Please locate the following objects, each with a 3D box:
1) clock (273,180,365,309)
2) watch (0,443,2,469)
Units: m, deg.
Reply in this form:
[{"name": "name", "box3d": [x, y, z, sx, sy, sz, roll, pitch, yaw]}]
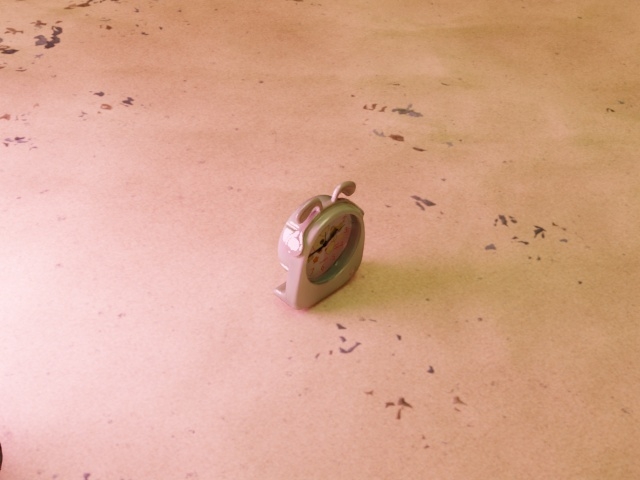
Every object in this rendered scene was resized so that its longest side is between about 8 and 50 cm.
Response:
[{"name": "clock", "box3d": [0.000, 0.000, 1.534, 0.062, 0.191, 0.151, 33, 47, 31]}, {"name": "watch", "box3d": [-0.552, 0.195, 1.218, 0.326, 0.314, 0.335, -9, 28, -34]}]
